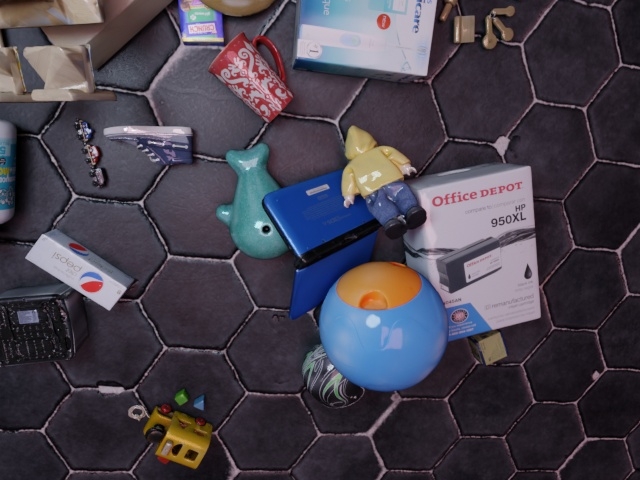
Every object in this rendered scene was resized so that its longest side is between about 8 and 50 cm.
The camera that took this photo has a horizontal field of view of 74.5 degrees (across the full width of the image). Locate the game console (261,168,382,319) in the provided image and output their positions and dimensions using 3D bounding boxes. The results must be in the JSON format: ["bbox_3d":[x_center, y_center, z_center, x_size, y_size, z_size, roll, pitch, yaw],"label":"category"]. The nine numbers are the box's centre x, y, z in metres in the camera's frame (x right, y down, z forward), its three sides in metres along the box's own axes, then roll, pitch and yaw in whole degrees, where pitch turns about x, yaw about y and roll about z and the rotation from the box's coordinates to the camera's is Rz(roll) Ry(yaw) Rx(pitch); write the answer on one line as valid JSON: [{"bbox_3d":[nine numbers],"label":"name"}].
[{"bbox_3d":[0.000,0.000,1.001,0.293,0.173,0.250,-25,78,-43],"label":"game console"}]

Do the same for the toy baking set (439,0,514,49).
[{"bbox_3d":[0.401,-0.586,1.011,0.196,0.030,0.256,18,100,-15],"label":"toy baking set"}]

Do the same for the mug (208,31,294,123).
[{"bbox_3d":[-0.136,-0.367,0.936,0.150,0.113,0.169,-45,108,5],"label":"mug"}]

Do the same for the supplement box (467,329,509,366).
[{"bbox_3d":[0.480,0.300,1.208,0.083,0.056,0.083,-24,105,-3],"label":"supplement box"}]

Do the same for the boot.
[{"bbox_3d":[-0.385,-0.212,0.951,0.190,0.069,0.086,-2,100,-10],"label":"boot"}]

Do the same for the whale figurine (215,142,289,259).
[{"bbox_3d":[-0.140,-0.085,0.981,0.216,0.141,0.272,-12,104,-5],"label":"whale figurine"}]

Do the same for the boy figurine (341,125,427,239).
[{"bbox_3d":[0.122,-0.141,0.963,0.177,0.092,0.285,-32,63,8],"label":"boy figurine"}]

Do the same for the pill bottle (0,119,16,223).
[{"bbox_3d":[-0.728,-0.126,0.880,0.146,0.146,0.264,8,102,-10],"label":"pill bottle"}]

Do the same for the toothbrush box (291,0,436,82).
[{"bbox_3d":[0.093,-0.484,0.935,0.295,0.126,0.216,4,102,-11],"label":"toothbrush box"}]

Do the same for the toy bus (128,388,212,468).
[{"bbox_3d":[-0.387,0.513,1.100,0.202,0.104,0.191,-17,105,-5],"label":"toy bus"}]

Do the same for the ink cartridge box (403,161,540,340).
[{"bbox_3d":[0.375,0.023,1.072,0.285,0.166,0.395,-13,104,-6],"label":"ink cartridge box"}]

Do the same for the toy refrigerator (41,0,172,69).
[{"bbox_3d":[-0.417,-0.477,0.849,0.269,0.102,0.094,-37,98,9],"label":"toy refrigerator"}]

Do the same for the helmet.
[{"bbox_3d":[0.035,0.336,1.095,0.169,0.169,0.162,-17,121,-4],"label":"helmet"}]

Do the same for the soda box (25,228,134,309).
[{"bbox_3d":[-0.559,0.068,0.990,0.216,0.069,0.074,38,95,-14],"label":"soda box"}]

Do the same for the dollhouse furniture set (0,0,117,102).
[{"bbox_3d":[-0.548,-0.427,0.727,0.394,0.256,0.362,1,109,7],"label":"dollhouse furniture set"}]

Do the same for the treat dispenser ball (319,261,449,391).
[{"bbox_3d":[0.141,0.190,0.951,0.288,0.288,0.288,-2,103,-8],"label":"treat dispenser ball"}]

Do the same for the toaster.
[{"bbox_3d":[-0.647,0.191,0.983,0.185,0.110,0.168,-5,104,-7],"label":"toaster"}]

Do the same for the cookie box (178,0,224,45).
[{"bbox_3d":[-0.261,-0.489,0.923,0.091,0.040,0.107,-4,103,-8],"label":"cookie box"}]

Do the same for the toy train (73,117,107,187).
[{"bbox_3d":[-0.520,-0.199,0.957,0.036,0.027,0.158,-13,105,-9],"label":"toy train"}]

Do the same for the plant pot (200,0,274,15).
[{"bbox_3d":[-0.185,-0.602,0.888,0.236,0.032,0.236,-1,93,-17],"label":"plant pot"}]
